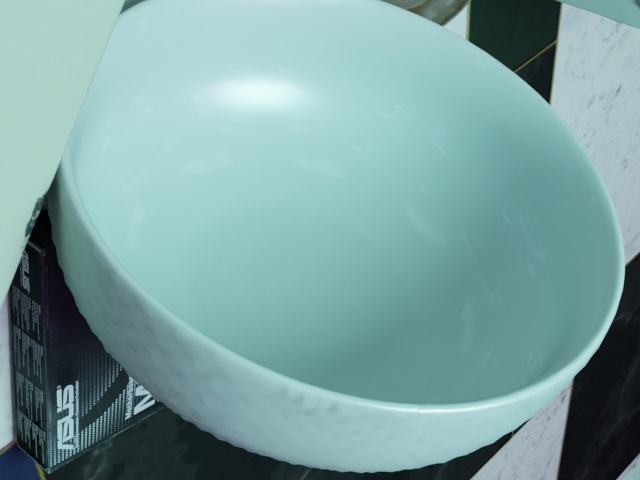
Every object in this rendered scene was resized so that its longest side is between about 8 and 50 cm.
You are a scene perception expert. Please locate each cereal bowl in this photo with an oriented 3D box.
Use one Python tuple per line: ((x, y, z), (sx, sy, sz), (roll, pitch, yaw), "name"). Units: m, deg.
((0.000, 0.000, 0.703), (0.339, 0.339, 0.141), (-28, 153, -39), "cereal bowl")

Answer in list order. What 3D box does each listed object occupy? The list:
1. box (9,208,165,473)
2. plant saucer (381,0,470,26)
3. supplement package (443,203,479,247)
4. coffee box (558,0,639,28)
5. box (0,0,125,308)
((-0.130, 0.045, 0.818), (0.184, 0.045, 0.191), (-28, 137, -43), "box")
((0.087, -0.240, 0.889), (0.168, 0.029, 0.168), (-36, 143, -33), "plant saucer")
((0.061, -0.030, 0.888), (0.105, 0.179, 0.105), (-52, 148, -9), "supplement package")
((0.352, -0.354, 0.838), (0.334, 0.338, 0.338), (-40, 145, -38), "coffee box")
((-0.192, -0.066, 0.575), (0.094, 0.113, 0.275), (8, 111, -57), "box")
